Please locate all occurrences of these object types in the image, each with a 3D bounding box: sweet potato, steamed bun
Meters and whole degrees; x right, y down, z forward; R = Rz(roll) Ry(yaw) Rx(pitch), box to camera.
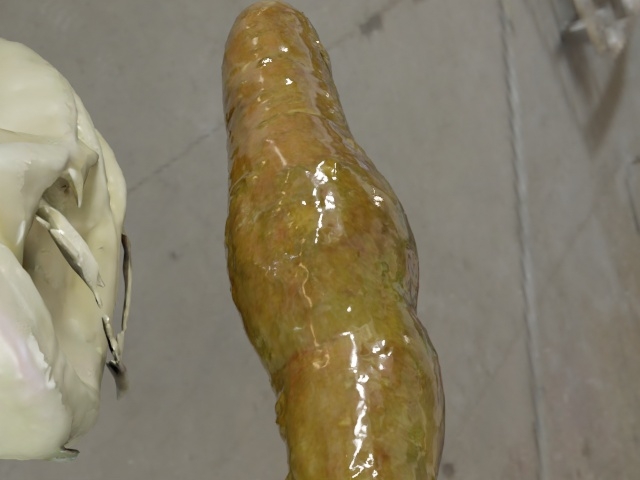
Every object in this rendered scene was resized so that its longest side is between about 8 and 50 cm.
[{"bbox_3d":[0.000,0.000,0.416,0.067,0.067,0.274,39,30,-45],"label":"sweet potato"},{"bbox_3d":[-0.222,-0.012,0.480,0.280,0.268,0.207,1,79,-31],"label":"steamed bun"}]
